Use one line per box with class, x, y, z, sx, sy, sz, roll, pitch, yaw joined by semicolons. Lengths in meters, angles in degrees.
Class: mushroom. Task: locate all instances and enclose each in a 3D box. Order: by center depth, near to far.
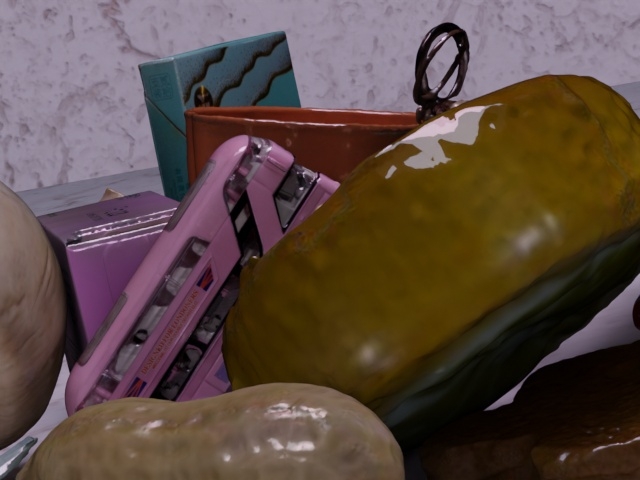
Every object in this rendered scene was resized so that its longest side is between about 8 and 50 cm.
mushroom;-0.273;0.073;1.130;0.254;0.234;0.260;16;-37;-27

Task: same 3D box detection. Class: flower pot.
flower pot;0.000;0.000;1.274;0.190;0.173;0.190;3;9;0

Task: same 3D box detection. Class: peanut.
peanut;-0.054;0.113;0.908;0.214;0.090;0.098;-5;14;29

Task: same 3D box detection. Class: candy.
candy;0.068;0.017;1.005;0.260;0.118;0.260;-34;-15;-10

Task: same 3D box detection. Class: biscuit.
biscuit;0.192;0.081;0.960;0.290;0.041;0.208;-16;7;3

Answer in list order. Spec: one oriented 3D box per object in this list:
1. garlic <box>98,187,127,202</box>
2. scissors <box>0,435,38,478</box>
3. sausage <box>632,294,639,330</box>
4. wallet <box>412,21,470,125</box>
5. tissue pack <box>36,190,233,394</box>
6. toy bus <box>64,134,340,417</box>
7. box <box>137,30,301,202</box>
garlic;-0.122;0.027;1.590;0.115;0.128;0.207;-52;-11;16
scissors;-0.218;0.157;0.856;0.144;0.017;0.247;-7;24;29
sausage;0.234;0.036;1.273;0.034;0.034;0.129;-6;9;32
wallet;0.219;-0.038;1.227;0.275;0.068;0.335;34;16;22
tissue pack;-0.119;0.048;1.258;0.092;0.148;0.246;-14;8;-11
toy bus;-0.066;0.038;1.112;0.203;0.090;0.063;-57;14;-5
box;-0.059;-0.038;1.495;0.041;0.229;0.162;-6;9;32
